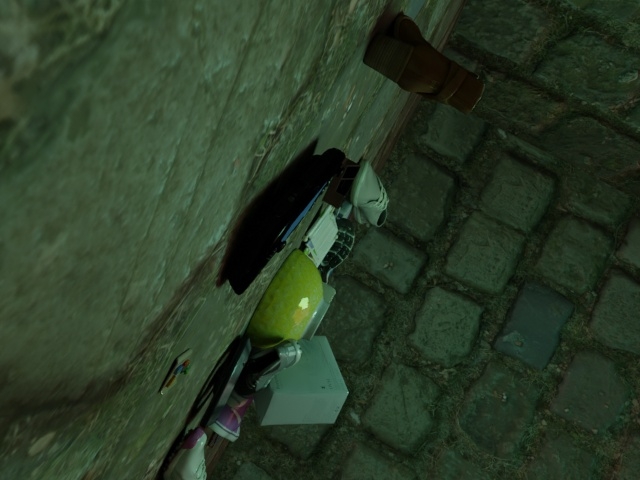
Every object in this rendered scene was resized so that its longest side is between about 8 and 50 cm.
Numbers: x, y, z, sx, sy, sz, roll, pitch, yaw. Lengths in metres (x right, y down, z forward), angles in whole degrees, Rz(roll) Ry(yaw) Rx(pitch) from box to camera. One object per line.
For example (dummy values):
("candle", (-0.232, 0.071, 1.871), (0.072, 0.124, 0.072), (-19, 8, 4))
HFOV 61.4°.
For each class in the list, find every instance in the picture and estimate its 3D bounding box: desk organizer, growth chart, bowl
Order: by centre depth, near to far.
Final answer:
("desk organizer", (0.057, -0.153, 1.445), (0.130, 0.050, 0.047), (-64, 175, 32))
("bowl", (-0.068, 0.183, 1.457), (0.290, 0.156, 0.289), (-61, 175, -9))
("growth chart", (0.000, 0.000, 1.578), (0.172, 0.021, 0.237), (-52, 160, -19))

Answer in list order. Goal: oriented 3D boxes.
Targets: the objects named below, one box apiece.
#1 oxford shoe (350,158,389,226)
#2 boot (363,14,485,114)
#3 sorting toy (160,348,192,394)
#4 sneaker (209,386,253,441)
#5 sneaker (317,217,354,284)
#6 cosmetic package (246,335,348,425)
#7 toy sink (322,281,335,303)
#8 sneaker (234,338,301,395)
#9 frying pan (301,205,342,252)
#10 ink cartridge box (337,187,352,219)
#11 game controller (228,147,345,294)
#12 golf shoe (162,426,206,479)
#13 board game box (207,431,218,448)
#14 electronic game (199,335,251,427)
("oxford shoe", (0.193, -0.172, 2.044), (0.449, 0.130, 0.169), (66, 45, -69))
("boot", (0.219, -0.339, 1.044), (0.109, 0.220, 0.283), (-64, 175, 27))
("sorting toy", (-0.213, 0.197, 0.825), (0.062, 0.012, 0.083), (-62, 175, 8))
("sneaker", (-0.246, 0.494, 1.579), (0.161, 0.102, 0.282), (-52, 173, -19))
("sneaker", (0.010, 0.057, 1.942), (0.330, 0.129, 0.147), (-59, -170, 16))
("cosmetic package", (-0.073, 0.389, 1.527), (0.224, 0.224, 0.138), (-117, -141, -51))
("toy sink", (-0.067, 0.238, 1.822), (0.234, 0.152, 0.131), (-62, 176, -9))
("sneaker", (-0.163, 0.320, 1.340), (0.228, 0.086, 0.132), (-42, 159, 21))
("frying pan", (0.028, -0.065, 1.725), (0.326, 0.053, 0.197), (-55, 173, -28))
("ink cartridge box", (0.084, -0.089, 2.162), (0.206, 0.045, 0.208), (-57, 171, -50))
("game controller", (-0.048, -0.040, 0.885), (0.319, 0.067, 0.167), (-54, 172, -53))
("golf shoe", (-0.306, 0.568, 1.270), (0.306, 0.140, 0.115), (-65, 173, 26))
("board game box", (-0.340, 0.653, 2.086), (0.145, 0.027, 0.281), (-66, 174, 32))
("electronic game", (-0.225, 0.332, 1.276), (0.229, 0.048, 0.229), (-63, -176, 7))
